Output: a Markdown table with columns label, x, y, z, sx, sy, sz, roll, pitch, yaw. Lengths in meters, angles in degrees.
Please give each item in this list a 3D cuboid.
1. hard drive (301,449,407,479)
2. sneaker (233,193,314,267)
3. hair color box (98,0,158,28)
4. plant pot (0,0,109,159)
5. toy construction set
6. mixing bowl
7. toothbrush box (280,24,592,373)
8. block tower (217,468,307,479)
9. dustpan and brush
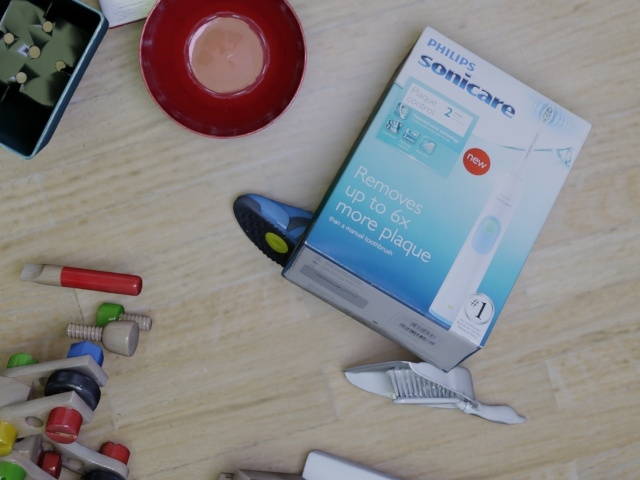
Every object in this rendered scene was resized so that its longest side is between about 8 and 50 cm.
| label | x | y | z | sx | sy | sz | roll | pitch | yaw |
| --- | --- | --- | --- | --- | --- | --- | --- | --- | --- |
| hard drive | 0.106 | 0.382 | 1.781 | 0.307 | 0.040 | 0.203 | 17 | 96 | 19 |
| sneaker | 0.000 | 0.000 | 1.788 | 0.209 | 0.069 | 0.082 | 33 | 62 | 5 |
| hair color box | -0.223 | -0.313 | 1.753 | 0.072 | 0.043 | 0.141 | -15 | 97 | 1 |
| plant pot | -0.321 | -0.201 | 1.668 | 0.165 | 0.234 | 0.165 | 28 | 95 | -3 |
| toy construction set | -0.334 | 0.176 | 1.736 | 0.237 | 0.257 | 0.309 | 8 | 75 | 11 |
| mixing bowl | -0.105 | -0.205 | 1.739 | 0.181 | 0.098 | 0.182 | 0 | 97 | 0 |
| toothbrush box | 0.126 | -0.044 | 1.691 | 0.216 | 0.126 | 0.296 | 31 | 67 | -3 |
| block tower | -0.097 | 0.424 | 1.790 | 0.097 | 0.091 | 0.336 | 12 | 99 | -36 |
| dustpan and brush | 0.147 | 0.176 | 1.787 | 0.211 | 0.147 | 0.060 | 6 | 79 | -28 |
